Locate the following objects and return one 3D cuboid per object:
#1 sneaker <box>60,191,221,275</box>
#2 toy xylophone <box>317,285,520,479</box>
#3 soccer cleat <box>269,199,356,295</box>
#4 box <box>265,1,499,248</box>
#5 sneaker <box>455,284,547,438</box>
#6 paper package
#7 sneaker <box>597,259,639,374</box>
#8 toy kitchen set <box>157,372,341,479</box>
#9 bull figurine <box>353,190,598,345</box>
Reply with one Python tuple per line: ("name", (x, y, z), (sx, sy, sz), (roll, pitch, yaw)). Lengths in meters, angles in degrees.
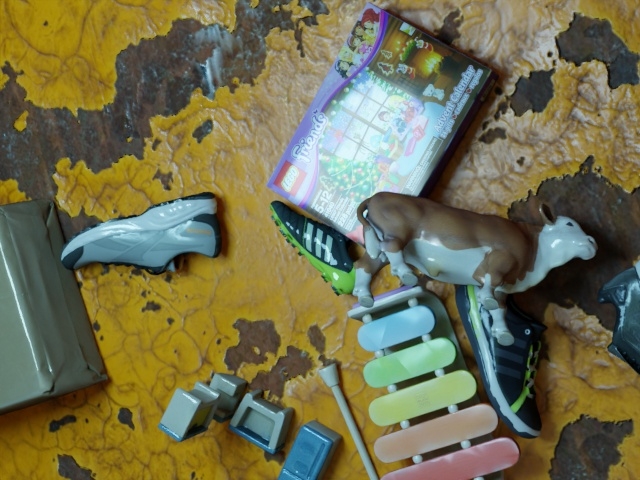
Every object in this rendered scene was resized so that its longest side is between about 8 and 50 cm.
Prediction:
("sneaker", (-0.270, 0.010, 1.700), (0.272, 0.100, 0.108), (-15, 93, 22))
("toy xylophone", (0.124, 0.230, 1.565), (0.236, 0.081, 0.322), (-30, 82, 21))
("soccer cleat", (0.000, 0.000, 1.618), (0.072, 0.060, 0.179), (-42, 74, -4))
("box", (0.082, -0.148, 1.559), (0.201, 0.057, 0.293), (32, 100, 17))
("sneaker", (0.258, 0.145, 1.504), (0.097, 0.084, 0.234), (-23, 85, 20))
("paper package", (-0.541, 0.125, 1.777), (0.325, 0.168, 0.309), (-20, 85, 22))
("sneaker", (0.424, 0.140, 1.445), (0.106, 0.078, 0.234), (-27, 80, 24))
("toy kitchen set", (-0.108, 0.296, 1.615), (0.207, 0.166, 0.122), (27, 103, 18))
("bull figurine", (0.189, 0.022, 1.449), (0.310, 0.188, 0.101), (11, 135, 9))
